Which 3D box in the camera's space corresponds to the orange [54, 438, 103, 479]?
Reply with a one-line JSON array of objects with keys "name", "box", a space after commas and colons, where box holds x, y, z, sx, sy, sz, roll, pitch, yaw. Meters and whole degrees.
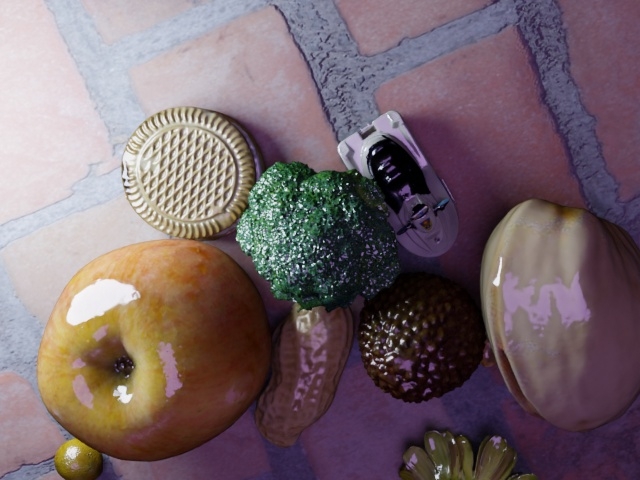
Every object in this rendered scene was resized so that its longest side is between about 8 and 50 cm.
[{"name": "orange", "box": [-0.466, 0.430, 1.595, 0.095, 0.085, 0.085, 40, 99, -15]}]

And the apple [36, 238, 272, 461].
[{"name": "apple", "box": [-0.284, 0.188, 1.413, 0.391, 0.346, 0.391, 1, 99, 5]}]

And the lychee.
[{"name": "lychee", "box": [0.172, 0.172, 1.461, 0.236, 0.271, 0.236, 10, 113, 24]}]

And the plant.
[{"name": "plant", "box": [0.266, 0.536, 1.530, 0.306, 0.297, 0.261, 19, 128, 15]}]

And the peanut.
[{"name": "peanut", "box": [-0.036, 0.243, 1.530, 0.153, 0.140, 0.325, 28, 105, 13]}]

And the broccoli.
[{"name": "broccoli", "box": [0.000, 0.000, 1.430, 0.294, 0.245, 0.265, 29, 80, -2]}]

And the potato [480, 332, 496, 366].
[{"name": "potato", "box": [0.326, 0.198, 1.557, 0.068, 0.062, 0.083, 29, 70, 21]}]

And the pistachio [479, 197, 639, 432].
[{"name": "pistachio", "box": [0.431, 0.121, 1.428, 0.365, 0.281, 0.445, -43, 119, -26]}]

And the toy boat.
[{"name": "toy boat", "box": [0.151, -0.092, 1.465, 0.141, 0.141, 0.269, -33, 86, 6]}]

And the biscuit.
[{"name": "biscuit", "box": [-0.228, -0.118, 1.482, 0.259, 0.079, 0.259, 0, 102, 0]}]
